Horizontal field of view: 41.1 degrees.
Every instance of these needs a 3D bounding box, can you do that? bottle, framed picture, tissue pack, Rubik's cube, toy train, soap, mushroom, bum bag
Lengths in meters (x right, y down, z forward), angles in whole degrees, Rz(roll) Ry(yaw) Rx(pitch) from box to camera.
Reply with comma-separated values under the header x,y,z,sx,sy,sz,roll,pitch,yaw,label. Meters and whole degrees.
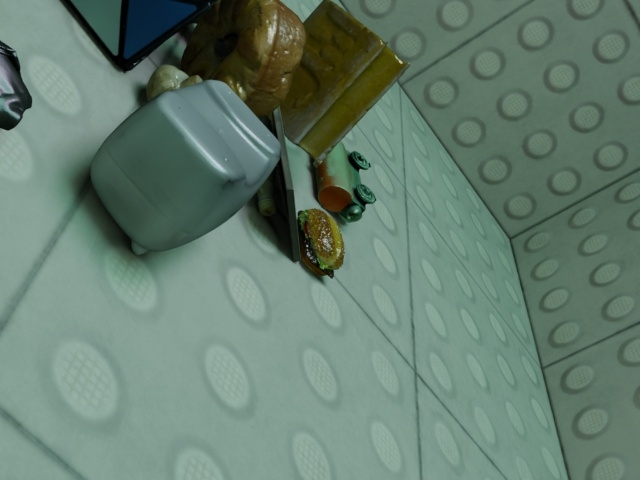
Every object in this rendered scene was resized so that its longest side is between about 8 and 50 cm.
x,y,z,sx,sy,sz,roll,pitch,yaw,label
-0.135,-0.172,1.920,0.083,0.083,0.269,36,33,-47,bottle
-0.080,-0.145,1.926,0.240,0.020,0.324,87,-6,-50,framed picture
-0.231,-0.121,1.439,0.229,0.236,0.333,49,21,-3,tissue pack
-0.344,-0.522,1.684,0.246,0.250,0.248,52,20,-19,Rubik's cube
0.050,-0.173,2.326,0.177,0.116,0.285,32,32,-28,toy train
0.010,-0.403,2.122,0.156,0.335,0.293,31,16,-49,soap
-0.279,-0.278,1.692,0.148,0.112,0.148,54,23,-36,mushroom
-0.509,-0.305,1.246,0.326,0.080,0.142,63,24,7,bum bag

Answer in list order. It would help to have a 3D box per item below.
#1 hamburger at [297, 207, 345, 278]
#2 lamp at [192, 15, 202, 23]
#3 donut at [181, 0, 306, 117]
x,y,z,sx,sy,sz,roll,pitch,yaw,label
0.000,0.000,1.987,0.137,0.087,0.166,38,30,-44,hamburger
-0.236,-0.577,2.012,0.301,0.247,0.247,52,1,-18,lamp
-0.168,-0.394,1.807,0.150,0.299,0.317,16,40,-35,donut
